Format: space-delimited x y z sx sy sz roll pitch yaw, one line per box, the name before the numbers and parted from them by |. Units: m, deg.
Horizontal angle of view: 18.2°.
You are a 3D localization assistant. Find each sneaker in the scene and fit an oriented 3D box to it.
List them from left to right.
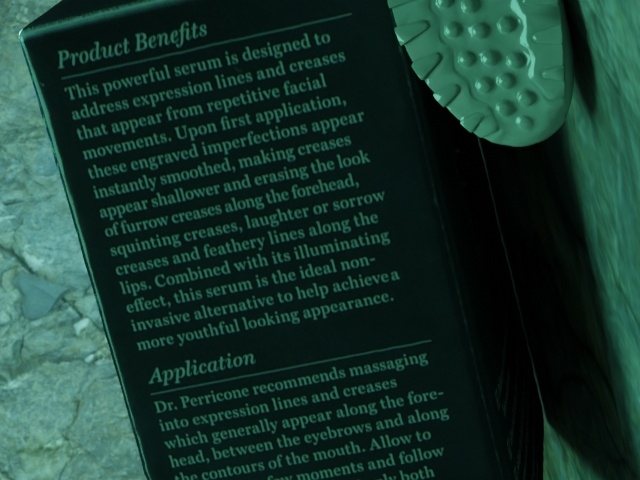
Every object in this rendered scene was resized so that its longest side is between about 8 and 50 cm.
sneaker | 0.074 -0.160 1.027 0.235 0.090 0.095 67 -157 5

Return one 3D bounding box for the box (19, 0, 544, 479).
box | -0.003 0.007 1.238 0.293 0.212 0.395 -67 -36 -73
